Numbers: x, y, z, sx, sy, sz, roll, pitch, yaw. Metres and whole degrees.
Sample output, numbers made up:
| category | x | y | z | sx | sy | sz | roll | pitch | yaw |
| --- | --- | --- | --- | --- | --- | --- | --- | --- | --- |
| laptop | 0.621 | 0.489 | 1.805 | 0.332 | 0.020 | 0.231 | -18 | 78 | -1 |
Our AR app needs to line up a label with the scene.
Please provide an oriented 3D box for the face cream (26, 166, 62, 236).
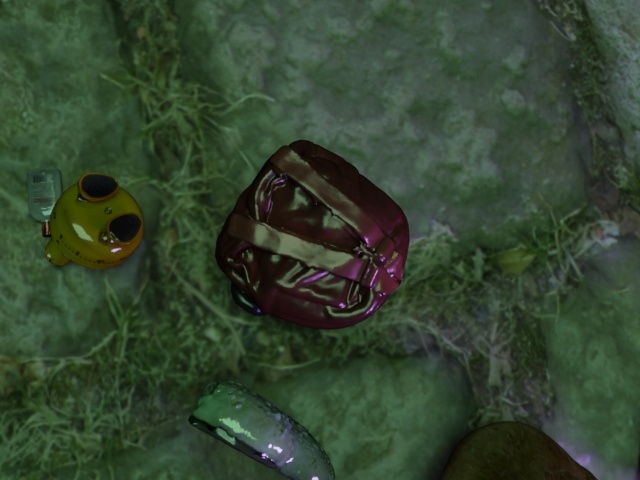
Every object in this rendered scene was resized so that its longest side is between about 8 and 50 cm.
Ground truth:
| category | x | y | z | sx | sy | sz | roll | pitch | yaw |
| --- | --- | --- | --- | --- | --- | --- | --- | --- | --- |
| face cream | -0.330 | -0.046 | 0.856 | 0.040 | 0.021 | 0.083 | -5 | 79 | -11 |

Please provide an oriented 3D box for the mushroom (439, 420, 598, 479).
| category | x | y | z | sx | sy | sz | roll | pitch | yaw |
| --- | --- | --- | --- | --- | --- | --- | --- | --- | --- |
| mushroom | 0.242 | 0.347 | 0.807 | 0.278 | 0.146 | 0.278 | 7 | 71 | -21 |

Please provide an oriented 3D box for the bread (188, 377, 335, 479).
| category | x | y | z | sx | sy | sz | roll | pitch | yaw |
| --- | --- | --- | --- | --- | --- | --- | --- | --- | --- |
| bread | -0.072 | 0.209 | 0.795 | 0.064 | 0.172 | 0.232 | -56 | 135 | -16 |

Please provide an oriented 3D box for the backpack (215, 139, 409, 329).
| category | x | y | z | sx | sy | sz | roll | pitch | yaw |
| --- | --- | --- | --- | --- | --- | --- | --- | --- | --- |
| backpack | 0.000 | 0.001 | 0.842 | 0.229 | 0.139 | 0.229 | 2 | 75 | -6 |

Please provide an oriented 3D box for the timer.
| category | x | y | z | sx | sy | sz | roll | pitch | yaw |
| --- | --- | --- | --- | --- | --- | --- | --- | --- | --- |
| timer | -0.266 | -0.015 | 0.837 | 0.107 | 0.109 | 0.107 | 19 | 55 | -29 |
